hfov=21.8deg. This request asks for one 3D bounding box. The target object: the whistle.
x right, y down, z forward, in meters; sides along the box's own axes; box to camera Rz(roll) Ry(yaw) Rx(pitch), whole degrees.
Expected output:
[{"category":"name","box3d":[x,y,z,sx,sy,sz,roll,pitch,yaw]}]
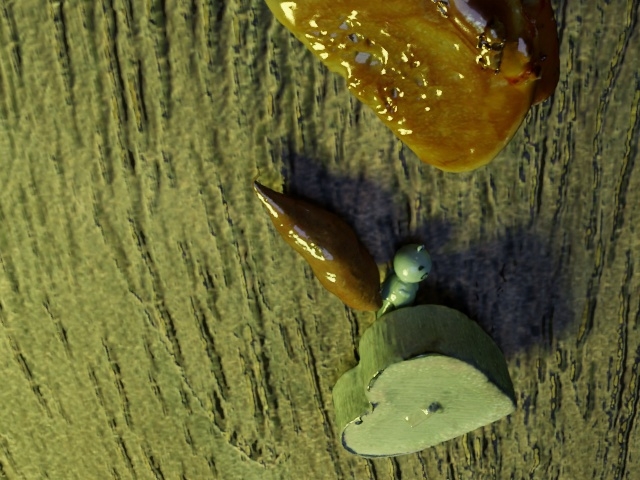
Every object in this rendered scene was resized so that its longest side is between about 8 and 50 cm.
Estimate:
[{"category":"whistle","box3d":[0.073,0.039,1.498,0.035,0.035,0.100,10,132,-18]}]

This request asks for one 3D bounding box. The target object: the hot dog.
[{"category":"hot dog","box3d":[0.085,-0.171,1.228,0.153,0.150,0.256,-26,132,28]}]

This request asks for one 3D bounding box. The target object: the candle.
[{"category":"candle","box3d":[0.103,0.135,1.555,0.168,0.068,0.192,3,144,-20]}]

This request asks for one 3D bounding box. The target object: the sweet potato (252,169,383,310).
[{"category":"sweet potato","box3d":[0.000,0.000,1.441,0.056,0.056,0.195,-31,125,20]}]
